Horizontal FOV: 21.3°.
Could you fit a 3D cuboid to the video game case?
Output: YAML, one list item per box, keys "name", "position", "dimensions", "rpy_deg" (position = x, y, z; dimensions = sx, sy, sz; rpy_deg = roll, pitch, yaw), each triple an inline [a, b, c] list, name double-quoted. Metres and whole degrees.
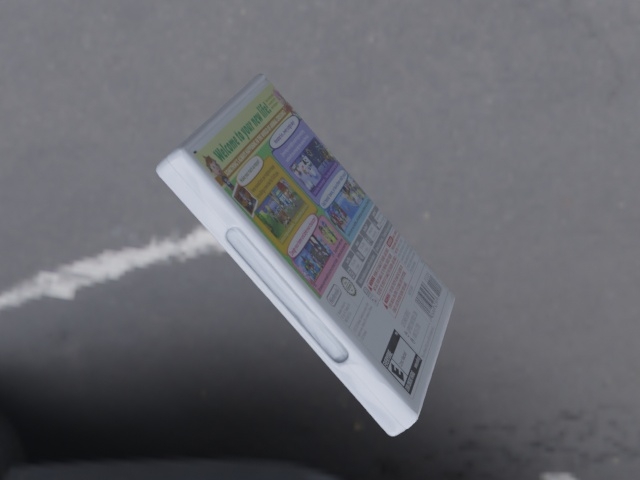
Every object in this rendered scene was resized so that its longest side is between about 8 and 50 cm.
- name: "video game case"
  position: [0.000, 0.000, 0.992]
  dimensions: [0.023, 0.212, 0.193]
  rpy_deg: [-39, 96, 18]
